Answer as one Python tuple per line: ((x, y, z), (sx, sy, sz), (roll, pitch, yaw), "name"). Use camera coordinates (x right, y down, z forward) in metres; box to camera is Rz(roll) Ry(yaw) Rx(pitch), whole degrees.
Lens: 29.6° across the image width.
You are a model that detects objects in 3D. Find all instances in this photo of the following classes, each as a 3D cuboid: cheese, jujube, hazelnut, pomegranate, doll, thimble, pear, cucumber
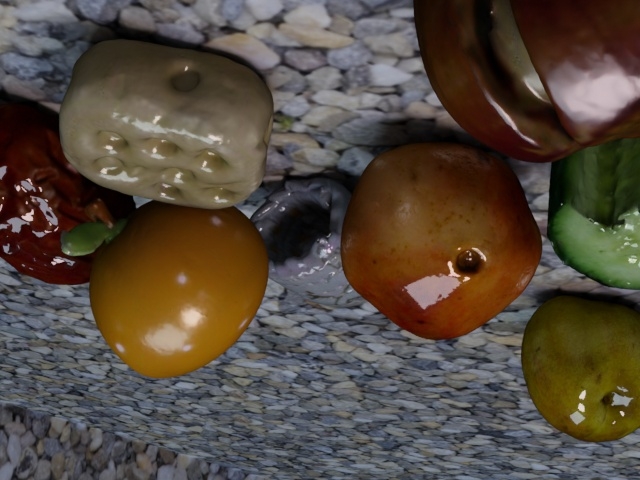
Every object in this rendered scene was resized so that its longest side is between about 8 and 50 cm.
((-0.144, -0.116, 1.214), (0.218, 0.117, 0.235), (-3, 158, 28), "cheese")
((-0.322, -0.049, 1.405), (0.174, 0.174, 0.250), (-2, 155, 31), "jujube")
((0.190, -0.167, 0.818), (0.251, 0.217, 0.217), (-19, 145, 37), "hazelnut")
((0.124, 0.001, 1.250), (0.209, 0.209, 0.209), (10, 159, 4), "pomegranate")
((-0.176, 0.026, 1.341), (0.236, 0.213, 0.213), (44, 148, -20), "doll")
((-0.002, 0.002, 1.431), (0.151, 0.127, 0.118), (-12, 151, 37), "thimble")
((0.361, 0.170, 1.604), (0.200, 0.200, 0.200), (10, 159, 4), "pear")
((0.319, -0.041, 1.162), (0.191, 0.130, 0.191), (6, 157, 3), "cucumber")
